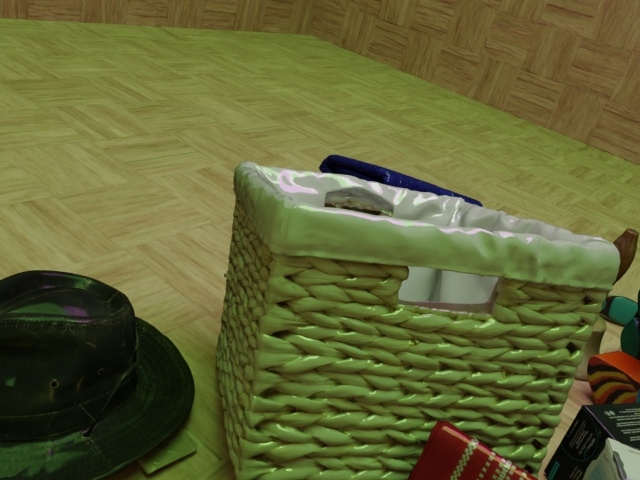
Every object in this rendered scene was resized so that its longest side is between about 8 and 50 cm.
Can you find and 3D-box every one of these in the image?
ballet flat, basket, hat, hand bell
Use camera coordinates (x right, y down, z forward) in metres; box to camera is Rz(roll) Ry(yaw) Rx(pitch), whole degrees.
[{"bbox_3d":[0.555,0.121,1.137,0.168,0.057,0.052,18,17,3],"label":"ballet flat"},{"bbox_3d":[0.063,0.077,0.639,0.328,0.267,0.331,7,10,-16],"label":"basket"},{"bbox_3d":[-0.290,0.112,0.602,0.331,0.134,0.331,11,25,-5],"label":"hat"},{"bbox_3d":[0.443,0.090,0.929,0.126,0.242,0.126,13,27,-6],"label":"hand bell"},{"bbox_3d":[0.530,0.131,0.882,0.106,0.108,0.316,-5,-19,19],"label":"ballet flat"}]

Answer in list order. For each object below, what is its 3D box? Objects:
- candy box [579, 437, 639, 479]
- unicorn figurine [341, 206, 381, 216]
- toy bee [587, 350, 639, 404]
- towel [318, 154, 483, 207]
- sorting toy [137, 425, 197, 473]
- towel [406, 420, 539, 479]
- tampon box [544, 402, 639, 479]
[{"bbox_3d":[0.300,0.292,0.522,0.164,0.196,0.070,17,27,3],"label":"candy box"},{"bbox_3d":[0.115,-0.047,1.224,0.161,0.060,0.111,4,31,9],"label":"unicorn figurine"},{"bbox_3d":[0.472,0.260,0.762,0.195,0.162,0.298,-1,6,0],"label":"toy bee"},{"bbox_3d":[0.171,-0.101,1.247,0.308,0.076,0.227,13,8,-38],"label":"towel"},{"bbox_3d":[-0.180,0.209,0.623,0.083,0.012,0.062,34,30,31],"label":"sorting toy"},{"bbox_3d":[0.168,0.295,0.459,0.274,0.199,0.031,29,11,23],"label":"towel"},{"bbox_3d":[0.359,0.283,0.653,0.101,0.121,0.161,4,30,-21],"label":"tampon box"}]
